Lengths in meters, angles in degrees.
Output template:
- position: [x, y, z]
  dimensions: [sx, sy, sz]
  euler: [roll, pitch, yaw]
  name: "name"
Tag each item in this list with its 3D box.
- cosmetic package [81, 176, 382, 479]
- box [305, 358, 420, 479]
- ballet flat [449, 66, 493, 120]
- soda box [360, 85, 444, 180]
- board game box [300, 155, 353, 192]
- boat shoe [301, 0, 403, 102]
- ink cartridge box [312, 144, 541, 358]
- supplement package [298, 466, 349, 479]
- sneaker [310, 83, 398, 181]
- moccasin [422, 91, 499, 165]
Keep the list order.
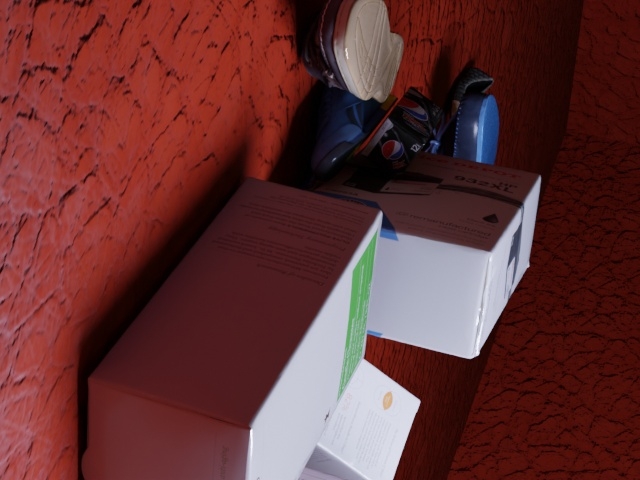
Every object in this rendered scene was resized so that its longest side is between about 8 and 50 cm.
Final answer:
- position: [-0.073, 0.118, 1.380]
  dimensions: [0.365, 0.155, 0.197]
  euler: [-59, 160, -53]
  name: "cosmetic package"
- position: [0.015, 0.208, 1.764]
  dimensions: [0.170, 0.091, 0.130]
  euler: [38, 58, -27]
  name: "box"
- position: [0.252, -0.248, 2.519]
  dimensions: [0.173, 0.049, 0.057]
  euler: [-58, 157, -51]
  name: "ballet flat"
- position: [0.098, -0.127, 1.735]
  dimensions: [0.060, 0.053, 0.169]
  euler: [-53, -179, 21]
  name: "soda box"
- position: [0.000, 0.000, 1.798]
  dimensions: [0.136, 0.035, 0.201]
  euler: [-61, 160, -46]
  name: "board game box"
- position: [0.024, -0.204, 1.568]
  dimensions: [0.285, 0.092, 0.102]
  euler: [1, 103, -79]
  name: "boat shoe"
- position: [0.111, -0.001, 1.694]
  dimensions: [0.307, 0.223, 0.129]
  euler: [-44, 144, -65]
  name: "ink cartridge box"
- position: [-0.004, 0.369, 1.613]
  dimensions: [0.177, 0.293, 0.175]
  euler: [88, 21, -50]
  name: "supplement package"
- position: [0.018, -0.135, 1.681]
  dimensions: [0.069, 0.082, 0.209]
  euler: [-49, -177, 34]
  name: "sneaker"
- position: [0.210, -0.117, 2.356]
  dimensions: [0.342, 0.117, 0.137]
  euler: [88, 21, -58]
  name: "moccasin"
